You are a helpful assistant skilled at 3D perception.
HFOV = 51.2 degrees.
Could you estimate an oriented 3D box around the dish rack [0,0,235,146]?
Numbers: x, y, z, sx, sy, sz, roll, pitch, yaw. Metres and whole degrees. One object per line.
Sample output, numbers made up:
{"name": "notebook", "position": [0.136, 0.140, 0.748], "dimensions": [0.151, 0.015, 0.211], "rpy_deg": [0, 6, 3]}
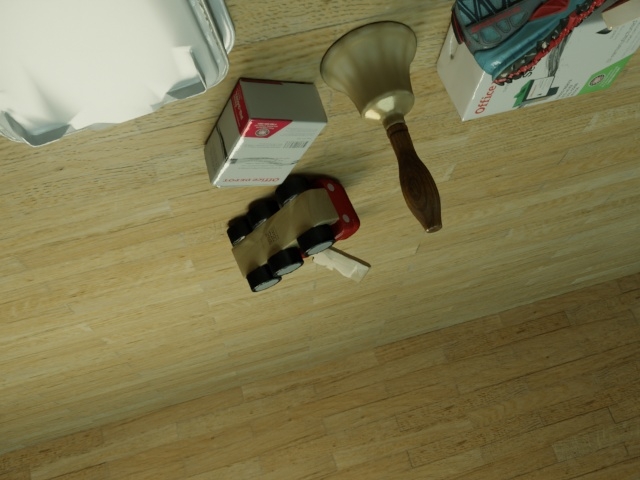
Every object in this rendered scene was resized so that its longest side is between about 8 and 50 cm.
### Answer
{"name": "dish rack", "position": [-0.230, -0.195, 0.592], "dimensions": [0.285, 0.072, 0.333], "rpy_deg": [-19, 160, 0]}

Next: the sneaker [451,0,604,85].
{"name": "sneaker", "position": [0.243, -0.287, 0.686], "dimensions": [0.262, 0.125, 0.104], "rpy_deg": [-42, 176, -8]}

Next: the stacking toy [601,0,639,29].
{"name": "stacking toy", "position": [0.418, -0.344, 0.628], "dimensions": [0.309, 0.130, 0.279], "rpy_deg": [-38, -164, -24]}

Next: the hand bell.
{"name": "hand bell", "position": [0.092, -0.120, 0.786], "dimensions": [0.126, 0.242, 0.126], "rpy_deg": [-15, 158, -6]}

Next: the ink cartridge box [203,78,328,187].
{"name": "ink cartridge box", "position": [-0.076, -0.134, 0.866], "dimensions": [0.109, 0.063, 0.150], "rpy_deg": [-4, 156, -31]}

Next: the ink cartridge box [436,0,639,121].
{"name": "ink cartridge box", "position": [0.273, -0.245, 0.826], "dimensions": [0.219, 0.093, 0.160], "rpy_deg": [-15, 158, -8]}

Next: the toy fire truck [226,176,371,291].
{"name": "toy fire truck", "position": [0.000, 0.000, 1.168], "dimensions": [0.246, 0.159, 0.217], "rpy_deg": [-11, 160, -49]}
